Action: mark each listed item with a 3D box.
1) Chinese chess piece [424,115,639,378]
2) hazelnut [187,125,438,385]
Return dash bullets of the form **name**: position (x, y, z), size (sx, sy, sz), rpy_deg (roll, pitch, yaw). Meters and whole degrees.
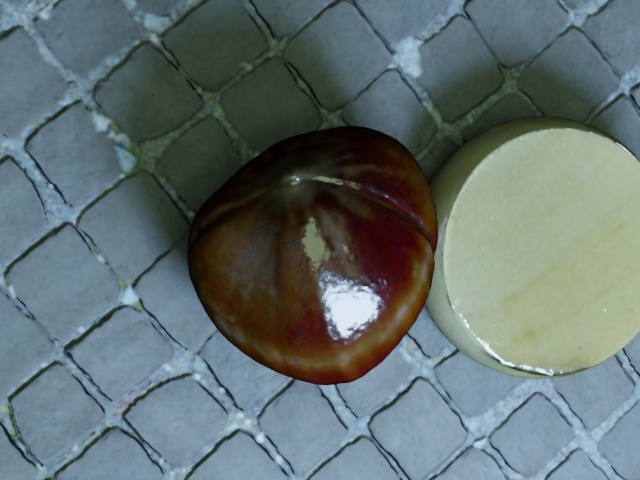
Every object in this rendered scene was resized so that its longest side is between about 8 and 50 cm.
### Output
- **Chinese chess piece**: position (0.209, 0.006, 1.397), size (0.251, 0.097, 0.250), rpy_deg (-1, 95, -14)
- **hazelnut**: position (0.000, 0.000, 1.284), size (0.230, 0.229, 0.229), rpy_deg (-1, 94, -14)
